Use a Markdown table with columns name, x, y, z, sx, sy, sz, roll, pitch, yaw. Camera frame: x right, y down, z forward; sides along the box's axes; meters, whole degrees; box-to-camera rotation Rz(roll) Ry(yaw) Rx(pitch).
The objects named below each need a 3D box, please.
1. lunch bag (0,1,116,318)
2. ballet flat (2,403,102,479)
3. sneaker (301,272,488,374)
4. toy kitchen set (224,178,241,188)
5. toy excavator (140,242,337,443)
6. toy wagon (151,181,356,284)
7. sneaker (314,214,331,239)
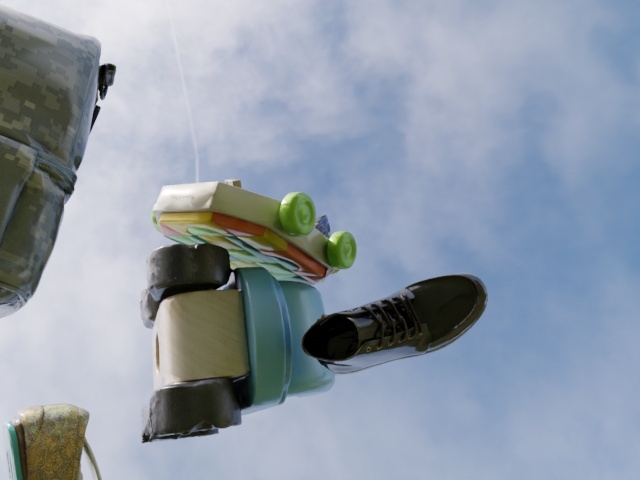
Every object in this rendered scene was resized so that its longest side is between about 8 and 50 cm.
| name | x | y | z | sx | sy | sz | roll | pitch | yaw |
| --- | --- | --- | --- | --- | --- | --- | --- | --- | --- |
| lunch bag | -0.323 | -0.097 | 0.336 | 0.305 | 0.213 | 0.255 | 22 | -113 | -35 |
| ballet flat | -0.339 | 0.388 | 0.628 | 0.123 | 0.123 | 0.348 | -4 | -96 | -3 |
| sneaker | 0.091 | 0.096 | 0.556 | 0.222 | 0.118 | 0.083 | -27 | -111 | 6 |
| toy kitchen set | -0.139 | -0.075 | 0.885 | 0.075 | 0.068 | 0.083 | -16 | -72 | -32 |
| toy excavator | -0.055 | 0.180 | 0.783 | 0.446 | 0.433 | 0.222 | 1 | -113 | -23 |
| toy wagon | -0.080 | 0.010 | 0.743 | 0.344 | 0.268 | 0.068 | 38 | -120 | -49 |
| sneaker | 0.000 | 0.000 | 1.134 | 0.083 | 0.221 | 0.087 | -29 | -100 | 2 |
